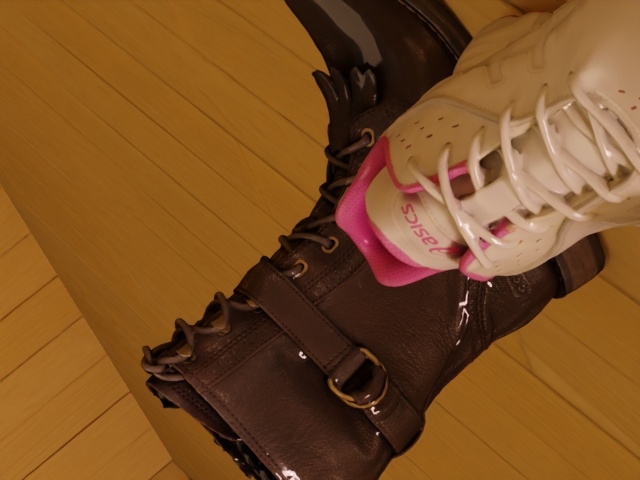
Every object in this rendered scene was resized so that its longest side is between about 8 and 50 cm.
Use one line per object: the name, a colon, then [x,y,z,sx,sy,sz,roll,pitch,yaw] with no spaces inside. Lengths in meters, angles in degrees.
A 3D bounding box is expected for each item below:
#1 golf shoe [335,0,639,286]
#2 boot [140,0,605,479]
golf shoe: [0.099,-0.034,0.792,0.115,0.140,0.306,53,165,-4]
boot: [0.000,0.000,0.999,0.263,0.229,0.091,52,167,-4]
